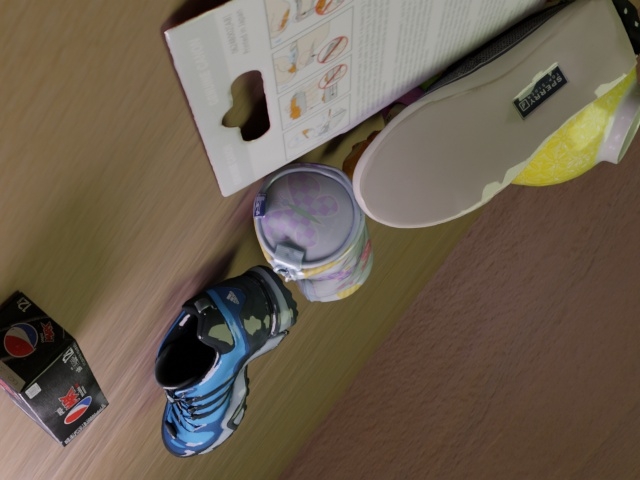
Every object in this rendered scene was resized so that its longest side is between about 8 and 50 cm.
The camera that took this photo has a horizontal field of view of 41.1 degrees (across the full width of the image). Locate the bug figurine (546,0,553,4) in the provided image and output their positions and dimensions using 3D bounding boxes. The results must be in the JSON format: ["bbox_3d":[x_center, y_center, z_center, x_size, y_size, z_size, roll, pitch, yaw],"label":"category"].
[{"bbox_3d":[0.299,-0.320,1.236,0.216,0.072,0.279,-55,165,-3],"label":"bug figurine"}]

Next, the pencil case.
[{"bbox_3d":[0.000,0.000,0.972,0.273,0.114,0.124,57,39,-79],"label":"pencil case"}]

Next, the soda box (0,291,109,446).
[{"bbox_3d":[-0.213,0.105,0.656,0.053,0.060,0.169,-47,166,-24],"label":"soda box"}]

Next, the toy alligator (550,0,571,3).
[{"bbox_3d":[0.329,-0.306,1.099,0.189,0.051,0.056,-51,176,-20],"label":"toy alligator"}]

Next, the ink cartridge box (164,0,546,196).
[{"bbox_3d":[0.046,-0.214,0.705,0.385,0.091,0.308,-32,165,-8],"label":"ink cartridge box"}]

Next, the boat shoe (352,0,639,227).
[{"bbox_3d":[0.165,-0.137,0.902,0.341,0.127,0.158,-33,-162,-7],"label":"boat shoe"}]

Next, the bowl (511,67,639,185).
[{"bbox_3d":[0.390,-0.194,1.265,0.289,0.156,0.289,-50,156,-32],"label":"bowl"}]

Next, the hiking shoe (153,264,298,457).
[{"bbox_3d":[-0.145,0.148,0.978,0.132,0.113,0.304,-11,139,-42],"label":"hiking shoe"}]

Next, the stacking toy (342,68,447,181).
[{"bbox_3d":[0.140,-0.151,1.038,0.302,0.165,0.175,-33,174,-24],"label":"stacking toy"}]
